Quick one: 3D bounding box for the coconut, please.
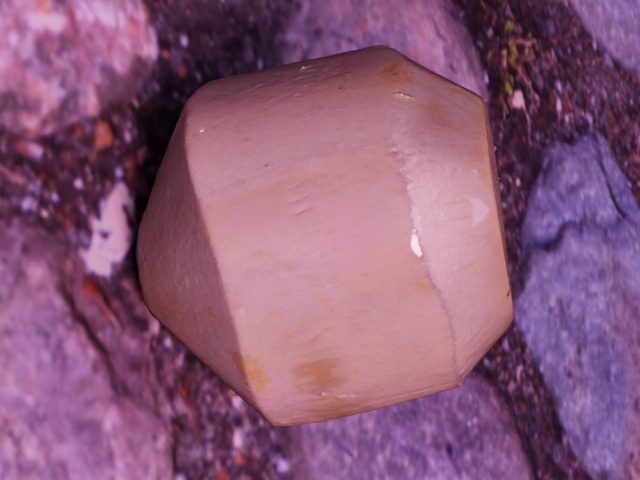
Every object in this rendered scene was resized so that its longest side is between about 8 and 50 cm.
[{"bbox_3d":[0.000,-0.003,1.081,0.241,0.241,0.241,8,80,-52],"label":"coconut"}]
